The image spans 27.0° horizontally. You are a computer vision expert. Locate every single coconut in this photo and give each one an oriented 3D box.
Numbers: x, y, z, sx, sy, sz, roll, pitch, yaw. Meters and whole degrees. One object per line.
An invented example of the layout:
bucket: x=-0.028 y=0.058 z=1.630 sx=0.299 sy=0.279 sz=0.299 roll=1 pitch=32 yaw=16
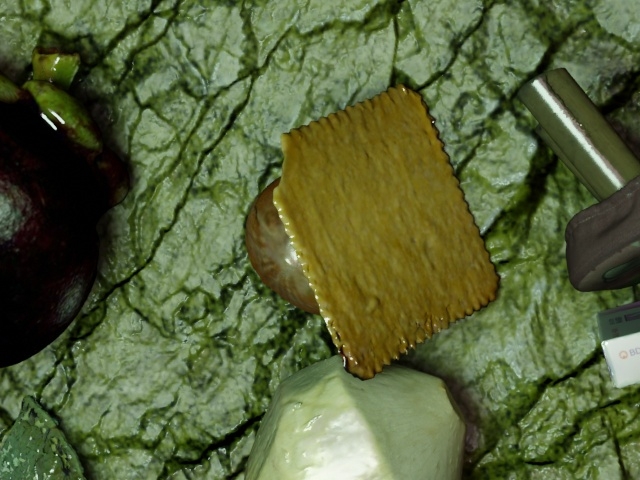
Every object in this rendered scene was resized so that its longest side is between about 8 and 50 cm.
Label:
coconut: x=0.038 y=0.219 z=1.277 sx=0.237 sy=0.237 sz=0.197 roll=-36 pitch=56 yaw=12

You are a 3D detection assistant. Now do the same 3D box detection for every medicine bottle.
medicine bottle: x=0.339 y=0.078 z=1.214 sx=0.171 sy=0.201 sz=0.052 roll=-18 pitch=90 yaw=12

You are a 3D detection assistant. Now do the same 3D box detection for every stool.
stool: x=0.312 y=-0.084 z=1.181 sx=0.272 sy=0.272 sz=0.178 roll=-28 pitch=77 yaw=12

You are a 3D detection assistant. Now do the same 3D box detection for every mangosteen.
mangosteen: x=-0.332 y=-0.018 z=1.281 sx=0.297 sy=0.313 sz=0.297 roll=18 pitch=115 yaw=42

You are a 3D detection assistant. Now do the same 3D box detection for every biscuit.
biscuit: x=0.061 y=-0.014 z=1.253 sx=0.013 sy=0.232 sz=0.237 roll=-20 pitch=95 yaw=50

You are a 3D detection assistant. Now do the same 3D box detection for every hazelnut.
hazelnut: x=0.000 y=0.000 z=1.285 sx=0.150 sy=0.150 sz=0.150 roll=1 pitch=98 yaw=9

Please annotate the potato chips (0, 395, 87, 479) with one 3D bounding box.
potato chips: x=-0.336 y=0.284 z=1.411 sx=0.220 sy=0.029 sz=0.202 roll=-30 pitch=70 yaw=22
